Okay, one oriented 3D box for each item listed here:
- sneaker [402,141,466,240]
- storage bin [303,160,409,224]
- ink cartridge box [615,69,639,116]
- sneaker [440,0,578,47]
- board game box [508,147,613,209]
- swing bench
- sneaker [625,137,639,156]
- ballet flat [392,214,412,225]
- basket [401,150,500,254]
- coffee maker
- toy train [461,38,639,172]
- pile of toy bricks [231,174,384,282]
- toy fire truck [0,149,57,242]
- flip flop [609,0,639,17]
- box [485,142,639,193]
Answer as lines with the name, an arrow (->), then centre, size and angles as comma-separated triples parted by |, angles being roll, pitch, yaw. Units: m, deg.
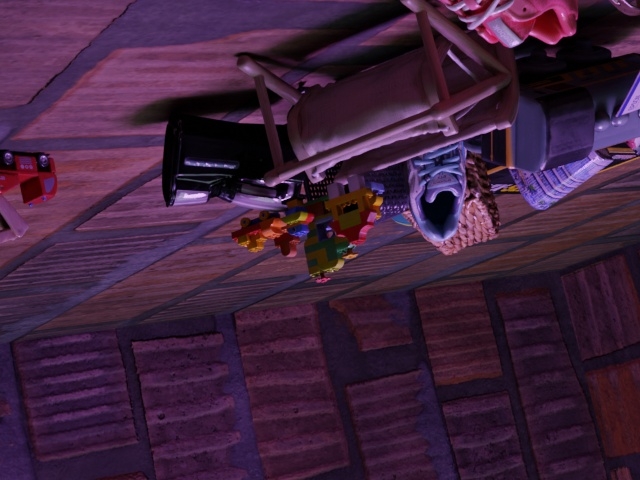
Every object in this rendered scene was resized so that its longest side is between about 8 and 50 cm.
sneaker -> 0.165, -0.121, 1.878 | 0.110, 0.122, 0.283 | -9, 130, -1
storage bin -> 0.040, -0.111, 1.922 | 0.084, 0.180, 0.122 | -6, 168, -40
ink cartridge box -> 0.536, -0.273, 1.699 | 0.371, 0.069, 0.176 | -22, 159, -13
sneaker -> 0.165, -0.261, 1.352 | 0.314, 0.136, 0.116 | -2, 165, -46
board game box -> 0.344, -0.175, 2.044 | 0.060, 0.194, 0.194 | -5, 153, -44
swing bench -> 0.083, -0.173, 1.673 | 0.253, 0.165, 0.255 | -19, 169, 31
sneaker -> 0.507, -0.215, 2.193 | 0.112, 0.121, 0.299 | -45, 161, 12
ballet flat -> 0.243, -0.086, 2.665 | 0.231, 0.077, 0.077 | -21, -176, 32
basket -> 0.152, -0.076, 2.166 | 0.223, 0.213, 0.299 | -15, 170, 10
coffee maker -> -0.116, -0.123, 1.824 | 0.178, 0.171, 0.120 | 5, 171, -17
toy train -> 0.329, -0.177, 1.824 | 0.334, 0.142, 0.190 | -15, -155, -34
pile of toy bricks -> 0.000, 0.000, 1.753 | 0.212, 0.105, 0.118 | -19, 165, 31
toy fire truck -> -0.422, -0.049, 1.815 | 0.047, 0.135, 0.192 | -19, 168, 34
flip flop -> 0.343, -0.299, 1.514 | 0.080, 0.112, 0.277 | 0, 179, 13
box -> 0.396, -0.153, 2.454 | 0.257, 0.079, 0.322 | -19, 169, 41
